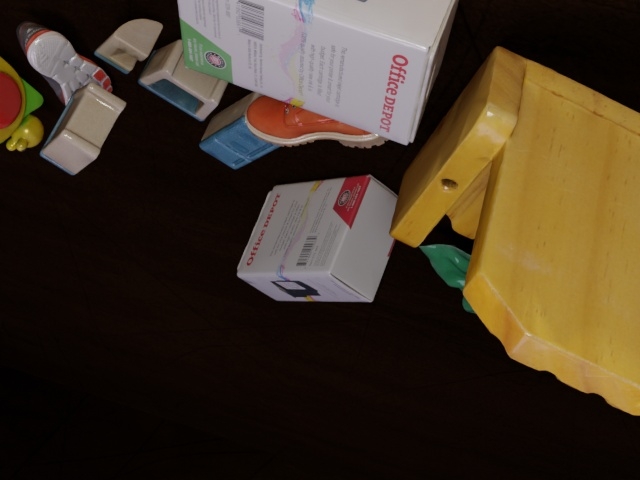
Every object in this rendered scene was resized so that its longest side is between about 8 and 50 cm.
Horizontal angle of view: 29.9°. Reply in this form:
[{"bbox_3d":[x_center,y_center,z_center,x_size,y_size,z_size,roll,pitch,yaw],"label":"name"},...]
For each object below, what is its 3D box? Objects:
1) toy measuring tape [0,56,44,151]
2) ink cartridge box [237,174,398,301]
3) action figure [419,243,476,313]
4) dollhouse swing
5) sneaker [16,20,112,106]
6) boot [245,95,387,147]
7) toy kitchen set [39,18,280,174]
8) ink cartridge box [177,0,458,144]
[{"bbox_3d":[-0.450,-0.198,1.392,0.121,0.121,0.330,4,152,41],"label":"toy measuring tape"},{"bbox_3d":[0.000,0.000,1.378,0.072,0.127,0.175,34,158,-33],"label":"ink cartridge box"},{"bbox_3d":[0.232,0.039,1.317,0.137,0.063,0.232,39,158,-31],"label":"action figure"},{"bbox_3d":[0.231,0.063,1.003,0.347,0.305,0.315,25,148,-6],"label":"dollhouse swing"},{"bbox_3d":[-0.286,-0.194,1.335,0.065,0.061,0.158,43,170,31],"label":"sneaker"},{"bbox_3d":[-0.012,-0.136,1.167,0.158,0.059,0.084,2,149,27],"label":"boot"},{"bbox_3d":[-0.164,-0.104,1.241,0.207,0.166,0.122,32,158,-20],"label":"toy kitchen set"},{"bbox_3d":[-0.002,-0.180,0.982,0.212,0.093,0.154,22,157,7],"label":"ink cartridge box"}]
